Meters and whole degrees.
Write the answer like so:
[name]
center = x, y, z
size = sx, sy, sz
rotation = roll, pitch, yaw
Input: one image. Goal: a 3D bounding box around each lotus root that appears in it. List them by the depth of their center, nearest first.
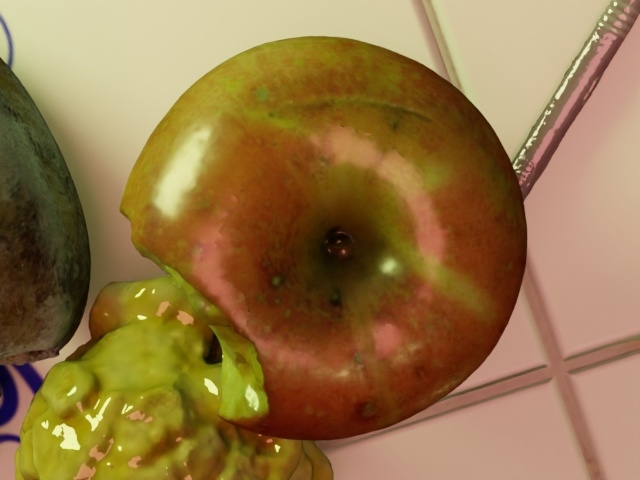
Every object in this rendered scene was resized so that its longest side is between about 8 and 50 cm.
[lotus root]
center = -0.261, -0.064, 0.631
size = 0.140, 0.158, 0.322
rotation = -27, 83, 35

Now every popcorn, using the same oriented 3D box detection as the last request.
[popcorn]
center = -0.090, 0.146, 0.633
size = 0.235, 0.181, 0.217
rotation = 16, 61, -30

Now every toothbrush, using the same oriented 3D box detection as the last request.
[toothbrush]
center = 0.197, -0.140, 0.628
size = 0.024, 0.029, 0.354
rotation = 33, 104, 13

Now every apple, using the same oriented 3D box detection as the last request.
[apple]
center = 0.000, 0.000, 0.573
size = 0.246, 0.226, 0.246
rotation = 0, 90, -7
